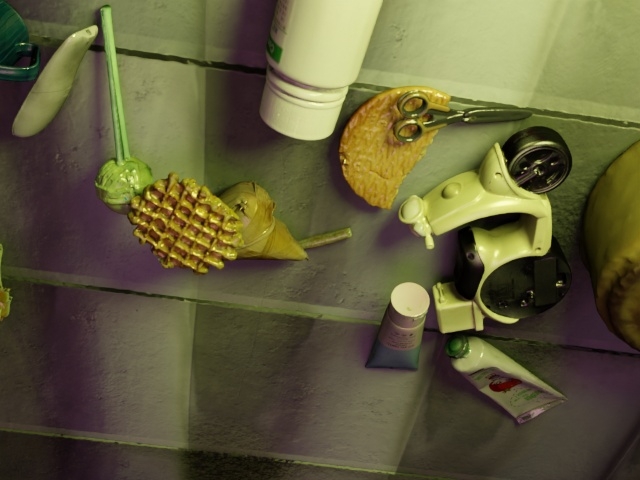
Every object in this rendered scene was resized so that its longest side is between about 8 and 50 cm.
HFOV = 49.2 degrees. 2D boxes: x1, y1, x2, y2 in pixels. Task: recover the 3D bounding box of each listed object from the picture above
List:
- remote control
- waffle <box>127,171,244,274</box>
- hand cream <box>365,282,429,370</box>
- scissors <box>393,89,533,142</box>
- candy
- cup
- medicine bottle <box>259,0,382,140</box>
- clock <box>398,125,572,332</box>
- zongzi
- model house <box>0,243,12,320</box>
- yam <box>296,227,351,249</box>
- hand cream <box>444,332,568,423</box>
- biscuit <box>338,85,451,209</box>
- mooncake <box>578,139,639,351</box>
[{"bbox_3d":[-0.396,-0.228,1.044,0.044,0.073,0.229,46,122,-6],"label":"remote control"},{"bbox_3d":[-0.216,-0.021,1.119,0.191,0.038,0.191,4,123,6],"label":"waffle"},{"bbox_3d":[0.155,0.183,1.339,0.111,0.070,0.312,3,149,-1],"label":"hand cream"},{"bbox_3d":[0.220,-0.190,1.065,0.220,0.017,0.088,-4,130,-11],"label":"scissors"},{"bbox_3d":[-0.314,-0.193,1.085,0.093,0.092,0.335,-1,120,-8],"label":"candy"},{"bbox_3d":[-0.478,-0.273,0.979,0.150,0.138,0.113,-10,127,11],"label":"cup"},{"bbox_3d":[-0.005,-0.267,0.966,0.139,0.139,0.236,12,129,-7],"label":"medicine bottle"},{"bbox_3d":[0.286,-0.002,1.178,0.277,0.120,0.378,-13,127,9],"label":"clock"},{"bbox_3d":[-0.141,0.007,1.217,0.195,0.099,0.197,-25,127,20],"label":"zongzi"},{"bbox_3d":[-0.733,0.082,1.264,0.313,0.242,0.358,-42,116,11],"label":"model house"},{"bbox_3d":[0.000,0.000,1.249,0.116,0.021,0.021,-15,126,13],"label":"yam"},{"bbox_3d":[0.375,0.287,1.442,0.121,0.076,0.336,-34,126,28],"label":"hand cream"},{"bbox_3d":[0.102,-0.155,1.112,0.145,0.033,0.224,15,125,-12],"label":"biscuit"},{"bbox_3d":[0.632,0.028,1.110,0.395,0.246,0.393,6,135,2],"label":"mooncake"}]
